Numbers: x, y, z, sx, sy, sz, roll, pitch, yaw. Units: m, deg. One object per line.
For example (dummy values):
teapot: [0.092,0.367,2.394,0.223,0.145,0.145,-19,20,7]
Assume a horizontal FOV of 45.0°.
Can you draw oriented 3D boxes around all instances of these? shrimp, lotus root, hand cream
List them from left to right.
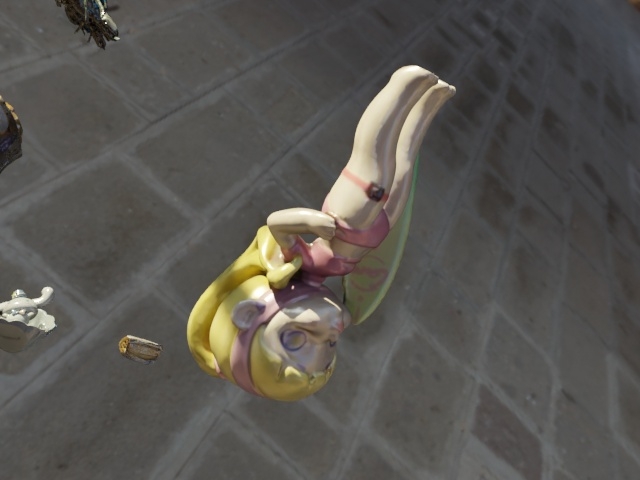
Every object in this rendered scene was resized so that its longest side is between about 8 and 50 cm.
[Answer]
hand cream: [-0.398,-0.160,0.909,0.062,0.039,0.163,-76,151,-57]
shrimp: [-0.263,-0.287,0.821,0.174,0.076,0.082,55,-15,-14]
lotus root: [-0.291,0.175,1.236,0.030,0.037,0.083,16,-8,37]

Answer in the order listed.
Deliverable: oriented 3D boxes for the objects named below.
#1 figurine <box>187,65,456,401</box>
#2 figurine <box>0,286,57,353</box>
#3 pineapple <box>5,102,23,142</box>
figurine: [0.000,0.000,0.370,0.083,0.187,0.083,27,17,-9]
figurine: [-0.390,0.099,0.996,0.095,0.082,0.086,10,41,-7]
pineapple: [-0.586,-0.152,1.233,0.237,0.111,0.119,-47,131,-60]
